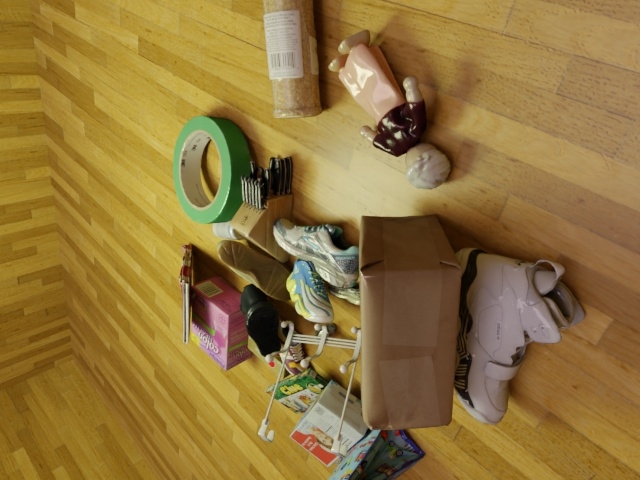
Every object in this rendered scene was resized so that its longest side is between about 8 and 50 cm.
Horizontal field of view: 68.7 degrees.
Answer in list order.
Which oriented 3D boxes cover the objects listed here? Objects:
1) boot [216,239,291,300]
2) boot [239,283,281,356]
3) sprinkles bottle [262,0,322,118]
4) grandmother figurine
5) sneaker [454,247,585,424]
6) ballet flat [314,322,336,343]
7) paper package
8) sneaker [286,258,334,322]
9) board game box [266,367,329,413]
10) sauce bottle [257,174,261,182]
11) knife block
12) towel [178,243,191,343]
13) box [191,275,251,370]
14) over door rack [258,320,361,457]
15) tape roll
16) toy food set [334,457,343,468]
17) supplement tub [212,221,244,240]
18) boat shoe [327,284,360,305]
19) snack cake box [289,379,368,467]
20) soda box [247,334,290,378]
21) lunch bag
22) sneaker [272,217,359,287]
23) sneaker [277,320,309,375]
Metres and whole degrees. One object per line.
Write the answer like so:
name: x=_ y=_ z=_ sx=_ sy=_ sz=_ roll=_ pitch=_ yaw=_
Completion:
boot: x=-0.198 y=0.083 z=1.421 sx=0.262 sy=0.095 sz=0.203 roll=32 pitch=174 yaw=-15
boot: x=-0.190 y=0.201 z=1.387 sx=0.246 sy=0.094 sz=0.207 roll=83 pitch=163 yaw=-47
sprinkles bottle: x=-0.068 y=-0.462 z=1.060 sx=0.121 sy=0.121 sz=0.355 roll=13 pitch=115 yaw=42
grandmother figurine: x=0.150 y=-0.255 z=0.951 sx=0.342 sy=0.104 sz=0.208 roll=59 pitch=164 yaw=6
sneaker: x=0.363 y=0.195 z=0.879 sx=0.210 sy=0.138 sz=0.365 roll=1 pitch=103 yaw=48
ballet flat: x=0.002 y=0.272 z=1.345 sx=0.041 sy=0.041 sz=0.114 roll=54 pitch=136 yaw=15
paper package: x=0.161 y=0.141 z=0.931 sx=0.168 sy=0.309 sz=0.324 roll=-1 pitch=111 yaw=5
sneaker: x=-0.028 y=0.118 z=1.242 sx=0.240 sy=0.091 sz=0.126 roll=38 pitch=123 yaw=56
board game box: x=-0.053 y=0.470 z=1.446 sx=0.136 sy=0.030 sz=0.260 roll=41 pitch=137 yaw=-10
sauce bottle: x=-0.169 y=-0.124 z=1.357 sx=0.042 sy=0.042 sz=0.128 roll=18 pitch=120 yaw=40
knife block: x=-0.128 y=-0.096 z=1.312 sx=0.088 sy=0.242 sz=0.275 roll=28 pitch=169 yaw=36
towel: x=-0.474 y=0.177 z=1.649 sx=0.329 sy=0.037 sz=0.236 roll=-122 pitch=34 yaw=-65
box: x=-0.346 y=0.286 z=1.643 sx=0.214 sy=0.117 sz=0.242 roll=29 pitch=125 yaw=34
over door rack: x=-0.029 y=0.371 z=1.218 sx=0.240 sy=0.108 sz=0.324 roll=0 pitch=67 yaw=28
tape roll: x=-0.336 y=-0.211 z=1.422 sx=0.321 sy=0.077 sz=0.320 roll=6 pitch=98 yaw=43
toy food set: x=0.073 y=0.703 z=1.462 sx=0.078 sy=0.019 sz=0.122 roll=54 pitch=135 yaw=15
supplement tub: x=-0.284 y=-0.038 z=1.485 sx=0.107 sy=0.071 sz=0.070 roll=7 pitch=111 yaw=43
boat shoe: x=0.077 y=0.132 z=1.210 sx=0.152 sy=0.056 sz=0.049 roll=14 pitch=90 yaw=50
snack cake box: x=0.028 y=0.533 z=1.352 sx=0.152 sy=0.089 sz=0.264 roll=35 pitch=133 yaw=7
soda box: x=-0.157 y=0.366 z=1.526 sx=0.181 sy=0.061 sz=0.058 roll=30 pitch=126 yaw=34
lunch bag: x=0.090 y=0.614 z=1.208 sx=0.138 sy=0.293 sz=0.221 roll=51 pitch=135 yaw=19
sneaker: x=0.000 y=0.000 z=1.212 sx=0.283 sy=0.110 sz=0.122 roll=33 pitch=112 yaw=26
sneaker: x=-0.084 y=0.335 z=1.435 sx=0.185 sy=0.070 sz=0.084 roll=55 pitch=141 yaw=12
